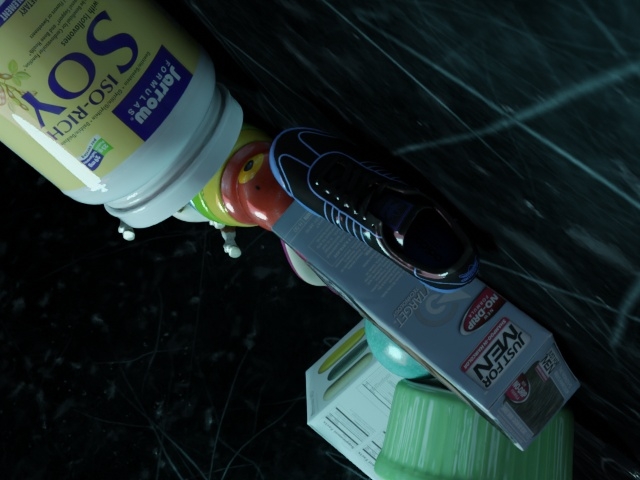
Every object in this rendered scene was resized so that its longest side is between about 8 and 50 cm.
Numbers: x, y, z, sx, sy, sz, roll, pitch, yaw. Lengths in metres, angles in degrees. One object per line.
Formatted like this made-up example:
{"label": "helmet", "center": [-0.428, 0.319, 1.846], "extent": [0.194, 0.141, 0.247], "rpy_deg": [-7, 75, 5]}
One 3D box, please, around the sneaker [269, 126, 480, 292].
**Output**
{"label": "sneaker", "center": [0.049, -0.038, 0.882], "extent": [0.232, 0.081, 0.090], "rpy_deg": [34, 173, 9]}

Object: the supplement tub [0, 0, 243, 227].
{"label": "supplement tub", "center": [-0.272, -0.192, 1.092], "extent": [0.331, 0.241, 0.241], "rpy_deg": [43, 176, -31]}

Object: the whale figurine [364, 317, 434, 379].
{"label": "whale figurine", "center": [0.172, 0.165, 1.505], "extent": [0.216, 0.141, 0.272], "rpy_deg": [38, 177, 45]}

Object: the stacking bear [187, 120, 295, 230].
{"label": "stacking bear", "center": [-0.109, -0.092, 1.366], "extent": [0.289, 0.175, 0.164], "rpy_deg": [26, 164, 50]}

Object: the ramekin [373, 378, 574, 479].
{"label": "ramekin", "center": [0.241, 0.301, 1.464], "extent": [0.303, 0.148, 0.303], "rpy_deg": [8, 178, 0]}

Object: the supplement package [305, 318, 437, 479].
{"label": "supplement package", "center": [0.133, 0.259, 1.744], "extent": [0.198, 0.262, 0.199], "rpy_deg": [43, -166, -16]}

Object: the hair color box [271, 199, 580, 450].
{"label": "hair color box", "center": [0.124, 0.079, 1.180], "extent": [0.374, 0.114, 0.185], "rpy_deg": [38, 175, 34]}

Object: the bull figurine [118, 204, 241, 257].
{"label": "bull figurine", "center": [-0.197, -0.069, 1.646], "extent": [0.310, 0.101, 0.188], "rpy_deg": [5, -144, 1]}

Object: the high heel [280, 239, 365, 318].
{"label": "high heel", "center": [0.000, 0.000, 1.618], "extent": [0.181, 0.127, 0.377], "rpy_deg": [54, 179, 43]}

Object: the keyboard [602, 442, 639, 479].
{"label": "keyboard", "center": [0.492, 0.358, 1.398], "extent": [0.180, 0.023, 0.108], "rpy_deg": [38, -178, 38]}
